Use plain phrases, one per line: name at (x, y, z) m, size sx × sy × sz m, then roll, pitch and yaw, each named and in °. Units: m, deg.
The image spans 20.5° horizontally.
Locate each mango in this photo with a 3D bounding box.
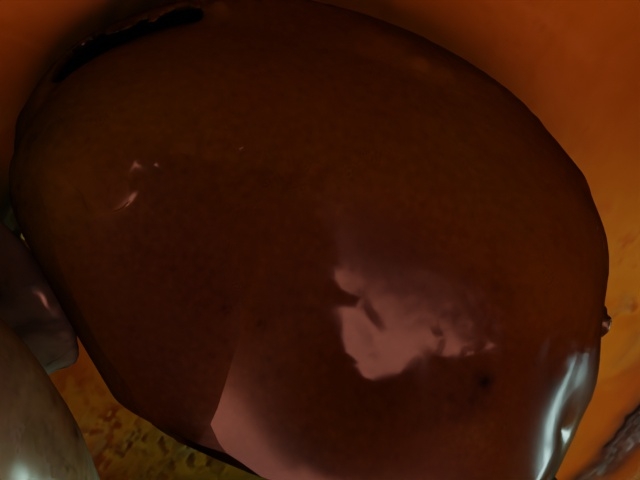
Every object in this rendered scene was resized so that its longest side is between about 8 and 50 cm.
mango at (0.000, 0.000, 0.655) m, size 0.236 × 0.136 × 0.166 m, roll 21°, pitch 89°, yaw -17°

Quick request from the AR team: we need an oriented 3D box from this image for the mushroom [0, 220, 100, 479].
mushroom at (-0.175, 0.065, 0.630) m, size 0.184 × 0.255 × 0.255 m, roll -38°, pitch 136°, yaw -26°
